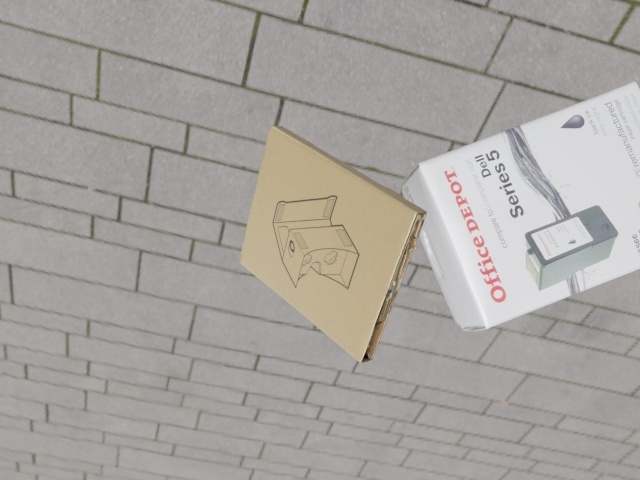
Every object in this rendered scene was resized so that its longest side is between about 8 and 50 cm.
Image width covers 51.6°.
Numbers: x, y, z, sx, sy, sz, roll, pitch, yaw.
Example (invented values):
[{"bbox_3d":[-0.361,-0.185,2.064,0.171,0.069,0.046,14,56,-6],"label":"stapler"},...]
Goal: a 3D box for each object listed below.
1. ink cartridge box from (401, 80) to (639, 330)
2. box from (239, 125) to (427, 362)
[{"bbox_3d":[0.260,-0.034,0.767,0.273,0.198,0.115,-21,174,-5],"label":"ink cartridge box"},{"bbox_3d":[0.000,0.000,0.654,0.021,0.201,0.164,-9,125,-45],"label":"box"}]
